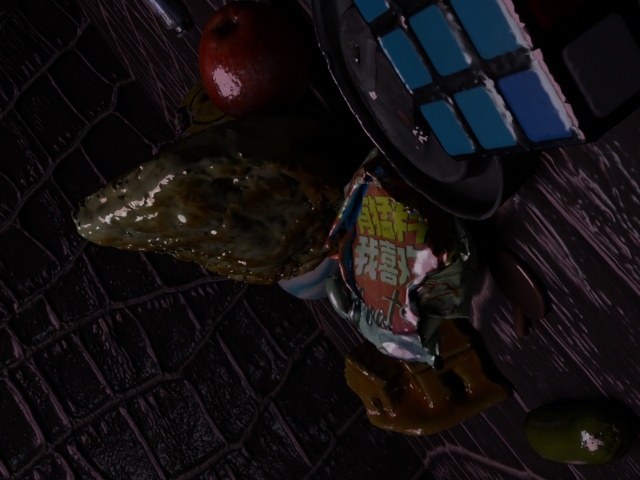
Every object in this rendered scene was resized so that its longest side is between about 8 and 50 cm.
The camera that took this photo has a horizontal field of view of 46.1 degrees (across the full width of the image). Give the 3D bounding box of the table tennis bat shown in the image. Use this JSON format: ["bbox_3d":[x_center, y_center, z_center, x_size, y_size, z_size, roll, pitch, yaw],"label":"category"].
[{"bbox_3d":[0.217,0.100,0.978,0.107,0.119,0.170,48,167,42],"label":"table tennis bat"}]

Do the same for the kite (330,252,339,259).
[{"bbox_3d":[0.100,0.017,1.383,0.222,0.008,0.125,19,131,-3],"label":"kite"}]

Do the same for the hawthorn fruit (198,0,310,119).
[{"bbox_3d":[-0.096,-0.262,1.098,0.173,0.173,0.173,52,170,13],"label":"hawthorn fruit"}]

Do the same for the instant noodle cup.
[{"bbox_3d":[-0.112,-0.184,1.353,0.215,0.215,0.236,42,172,50],"label":"instant noodle cup"}]

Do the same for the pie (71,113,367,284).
[{"bbox_3d":[-0.137,-0.053,1.159,0.395,0.418,0.181,-32,62,45],"label":"pie"}]

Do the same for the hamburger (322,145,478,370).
[{"bbox_3d":[0.124,0.021,1.021,0.260,0.150,0.276,39,133,42],"label":"hamburger"}]

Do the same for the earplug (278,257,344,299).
[{"bbox_3d":[0.000,0.000,1.526,0.185,0.185,0.324,53,164,8],"label":"earplug"}]

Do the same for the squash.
[{"bbox_3d":[0.345,0.271,1.064,0.087,0.087,0.331,53,171,7],"label":"squash"}]

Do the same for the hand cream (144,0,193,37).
[{"bbox_3d":[-0.377,-0.551,1.604,0.271,0.058,0.091,48,-173,-29],"label":"hand cream"}]

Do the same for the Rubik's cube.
[{"bbox_3d":[0.127,-0.157,0.434,0.161,0.163,0.162,56,166,-11],"label":"Rubik's cube"}]

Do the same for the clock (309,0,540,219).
[{"bbox_3d":[0.104,-0.161,0.793,0.313,0.061,0.312,52,170,13],"label":"clock"}]

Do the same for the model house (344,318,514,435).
[{"bbox_3d":[0.163,0.214,1.352,0.239,0.268,0.173,59,-171,-17],"label":"model house"}]
